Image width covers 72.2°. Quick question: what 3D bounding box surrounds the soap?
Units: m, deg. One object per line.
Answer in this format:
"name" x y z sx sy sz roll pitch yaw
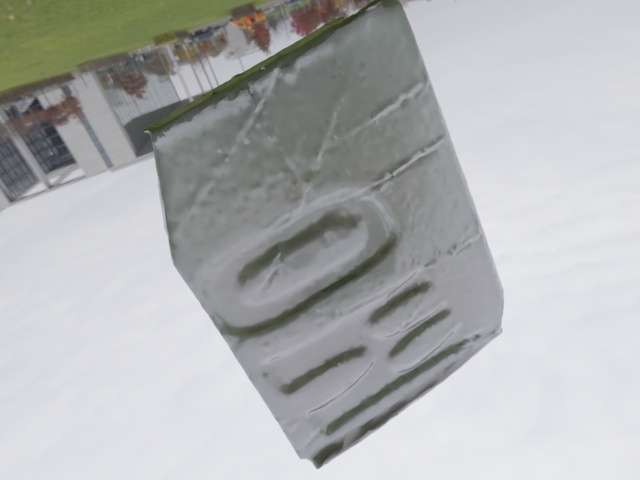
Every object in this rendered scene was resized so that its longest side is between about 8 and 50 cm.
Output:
"soap" 0.000 0.000 0.539 0.350 0.435 0.213 -29 -156 -6
